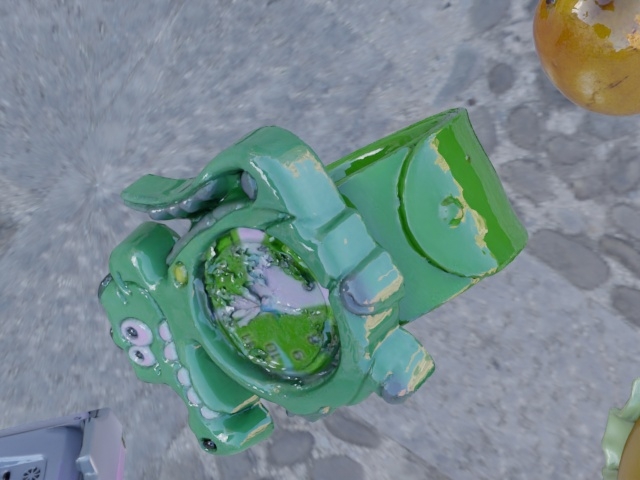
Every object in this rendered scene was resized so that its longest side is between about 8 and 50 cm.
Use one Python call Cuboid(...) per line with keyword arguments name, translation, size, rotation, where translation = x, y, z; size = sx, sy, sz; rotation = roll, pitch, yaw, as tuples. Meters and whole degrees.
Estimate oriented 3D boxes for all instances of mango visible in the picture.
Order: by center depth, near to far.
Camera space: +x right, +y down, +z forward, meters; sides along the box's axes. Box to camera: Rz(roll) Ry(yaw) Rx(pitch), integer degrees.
Cuboid(name="mango", translation=(0.303, -0.202, 1.294), size=(0.144, 0.112, 0.219), rotation=(-21, 139, 19))

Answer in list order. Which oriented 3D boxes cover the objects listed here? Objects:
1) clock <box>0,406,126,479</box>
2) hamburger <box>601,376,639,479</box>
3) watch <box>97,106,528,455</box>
Cuboid(name="clock", translation=(-0.303, 0.281, 1.254), size=(0.186, 0.253, 0.083), rotation=(-13, 129, 7))
Cuboid(name="hamburger", translation=(0.338, 0.174, 0.897), size=(0.274, 0.274, 0.212), rotation=(51, 43, -8))
Cuboid(name="watch", translation=(0.000, 0.000, 0.562), size=(0.152, 0.165, 0.131), rotation=(-38, 100, -48))
